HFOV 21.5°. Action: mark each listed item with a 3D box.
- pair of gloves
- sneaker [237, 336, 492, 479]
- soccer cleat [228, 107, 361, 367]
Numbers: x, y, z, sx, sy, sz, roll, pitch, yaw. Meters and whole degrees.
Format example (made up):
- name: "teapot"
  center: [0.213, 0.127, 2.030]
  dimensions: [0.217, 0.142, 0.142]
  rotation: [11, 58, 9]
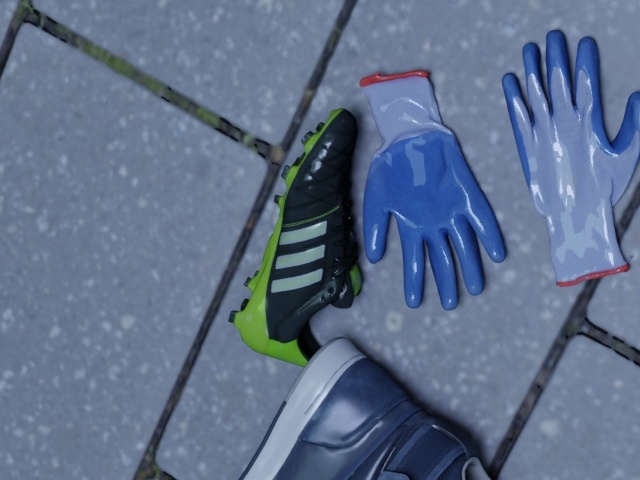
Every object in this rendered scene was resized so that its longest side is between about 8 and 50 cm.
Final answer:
- name: "pair of gloves"
  center: [0.111, -0.042, 1.047]
  dimensions: [0.198, 0.023, 0.159]
  rotation: [-10, 95, 26]
- name: "sneaker"
  center: [0.019, 0.200, 1.093]
  dimensions: [0.163, 0.086, 0.226]
  rotation: [35, 110, 18]
- name: "soccer cleat"
  center: [0.000, 0.000, 1.088]
  dimensions: [0.072, 0.060, 0.179]
  rotation: [24, 114, 9]
